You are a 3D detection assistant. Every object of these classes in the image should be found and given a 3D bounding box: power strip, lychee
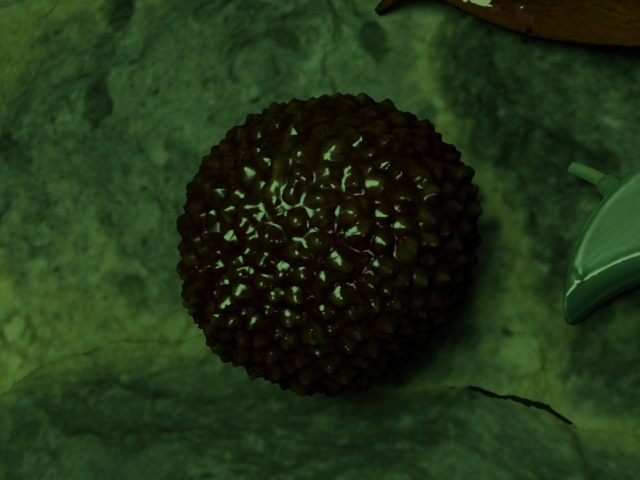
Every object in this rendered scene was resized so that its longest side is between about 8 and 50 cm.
[{"bbox_3d":[0.225,0.007,0.824,0.216,0.044,0.137,20,78,28],"label":"power strip"},{"bbox_3d":[0.000,0.000,0.851,0.188,0.188,0.188,-9,66,20],"label":"lychee"}]

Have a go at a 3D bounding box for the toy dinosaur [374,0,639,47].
[{"bbox_3d":[0.230,-0.137,0.852,0.432,0.097,0.208,-12,51,15],"label":"toy dinosaur"}]
